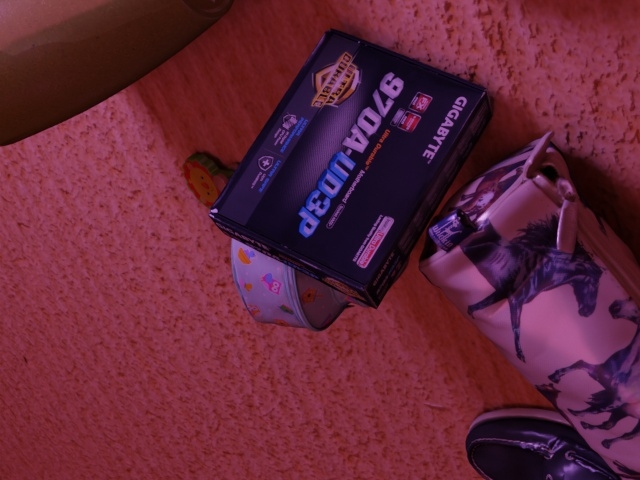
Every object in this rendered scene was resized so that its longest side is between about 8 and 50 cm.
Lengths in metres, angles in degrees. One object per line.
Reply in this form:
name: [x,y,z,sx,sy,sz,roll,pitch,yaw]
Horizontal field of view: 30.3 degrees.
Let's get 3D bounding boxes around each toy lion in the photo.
toy lion: [-0.120,-0.056,1.387,0.096,0.034,0.100,9,130,47]

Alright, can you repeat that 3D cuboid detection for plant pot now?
plant pot: [-0.238,-0.253,1.161,0.293,0.275,0.275,-9,118,29]

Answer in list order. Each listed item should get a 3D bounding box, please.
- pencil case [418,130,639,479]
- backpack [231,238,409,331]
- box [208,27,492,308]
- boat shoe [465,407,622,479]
pencil case: [0.271,0.098,1.049,0.410,0.160,0.183,46,157,0]
backpack: [0.000,0.000,1.191,0.144,0.188,0.166,16,133,34]
box: [0.028,-0.070,1.080,0.175,0.220,0.051,26,165,25]
boat shoe: [0.285,0.278,1.237,0.340,0.113,0.127,19,135,31]
